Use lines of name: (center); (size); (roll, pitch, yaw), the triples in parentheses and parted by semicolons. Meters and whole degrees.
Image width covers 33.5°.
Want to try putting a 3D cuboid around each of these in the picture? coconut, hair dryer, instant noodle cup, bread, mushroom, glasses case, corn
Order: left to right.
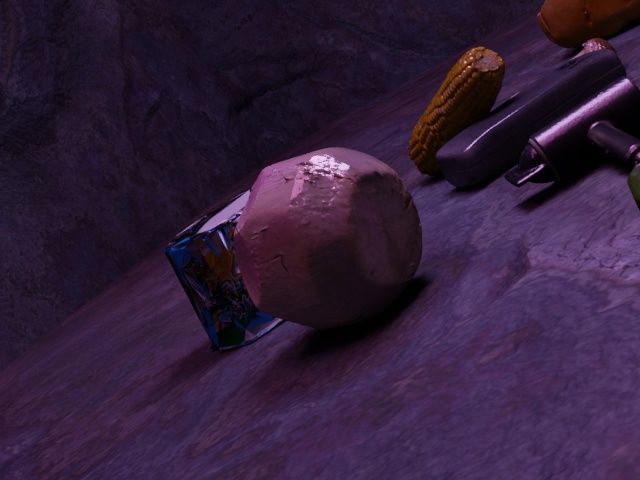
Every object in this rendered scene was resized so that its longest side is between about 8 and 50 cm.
instant noodle cup: (-0.121, 0.038, 1.661); (0.240, 0.178, 0.240); (-31, 11, 6)
coconut: (0.001, -0.001, 1.347); (0.230, 0.227, 0.227); (-13, 21, 44)
corn: (0.232, -0.212, 1.800); (0.106, 0.106, 0.305); (-38, -11, -28)
glasses case: (0.333, -0.195, 1.694); (0.323, 0.074, 0.131); (-34, 11, -12)
mushroom: (0.415, -0.269, 1.835); (0.209, 0.071, 0.084); (-32, 34, 20)
hair dryer: (0.335, -0.105, 1.290); (0.196, 0.078, 0.248); (-33, 15, 4)
bread: (0.595, -0.523, 2.166); (0.149, 0.195, 0.344); (-13, -7, -46)

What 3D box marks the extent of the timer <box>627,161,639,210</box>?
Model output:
timer: (0.367, -0.067, 1.040); (0.128, 0.047, 0.140); (-28, 11, 17)
